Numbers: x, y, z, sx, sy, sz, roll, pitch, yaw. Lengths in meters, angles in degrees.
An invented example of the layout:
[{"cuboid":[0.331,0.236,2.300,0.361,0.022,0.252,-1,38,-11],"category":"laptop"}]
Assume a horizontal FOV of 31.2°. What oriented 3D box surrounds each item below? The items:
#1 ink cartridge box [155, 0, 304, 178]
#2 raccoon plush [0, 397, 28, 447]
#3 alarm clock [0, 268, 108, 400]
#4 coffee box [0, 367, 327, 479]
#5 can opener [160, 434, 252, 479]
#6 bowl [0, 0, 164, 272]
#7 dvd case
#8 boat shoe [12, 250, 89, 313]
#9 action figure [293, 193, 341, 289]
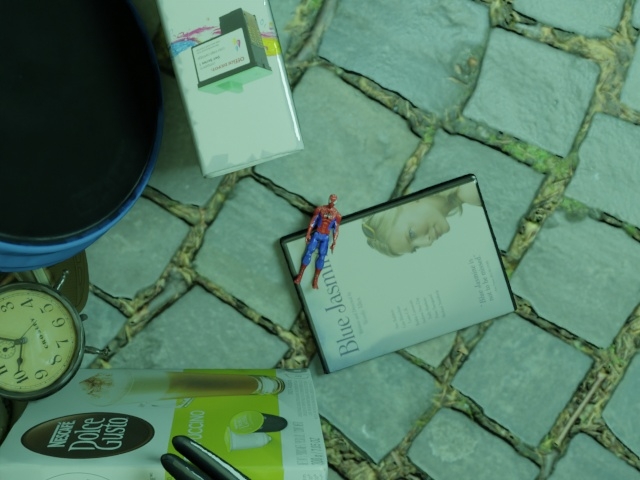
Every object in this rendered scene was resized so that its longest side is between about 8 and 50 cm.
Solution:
[{"cuboid":[-0.106,-0.223,1.259,0.117,0.201,0.278,-14,100,0],"category":"ink cartridge box"},{"cuboid":[-0.543,0.294,1.373,0.446,0.299,0.216,-25,119,33],"category":"raccoon plush"},{"cuboid":[-0.344,0.121,1.264,0.192,0.064,0.129,-25,84,-16],"category":"alarm clock"},{"cuboid":[-0.171,0.349,1.280,0.334,0.337,0.338,1,100,-3],"category":"coffee box"},{"cuboid":[-0.069,0.246,1.076,0.186,0.059,0.073,39,121,1],"category":"can opener"},{"cuboid":[-0.327,-0.163,1.193,0.077,0.391,0.391,-12,103,43],"category":"bowl"},{"cuboid":[0.096,0.041,1.404,0.253,0.022,0.180,-19,100,1],"category":"dvd case"},{"cuboid":[-0.371,-0.039,1.331,0.098,0.109,0.302,-20,107,20],"category":"boat shoe"},{"cuboid":[0.000,0.000,1.369,0.038,0.030,0.115,17,95,0],"category":"action figure"}]
